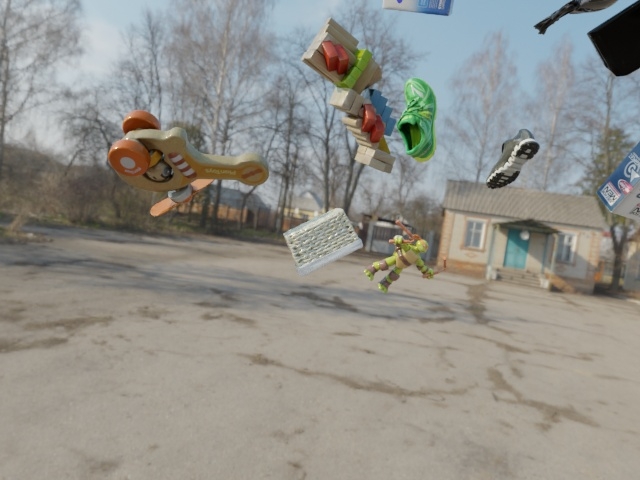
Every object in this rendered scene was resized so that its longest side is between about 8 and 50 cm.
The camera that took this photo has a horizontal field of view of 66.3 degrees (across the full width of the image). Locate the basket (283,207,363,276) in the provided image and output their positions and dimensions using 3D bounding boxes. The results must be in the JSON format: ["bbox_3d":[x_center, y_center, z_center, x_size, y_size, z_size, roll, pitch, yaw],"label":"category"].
[{"bbox_3d":[0.000,0.000,1.173,0.167,0.103,0.113,-27,9,-5],"label":"basket"}]

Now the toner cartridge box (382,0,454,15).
[{"bbox_3d":[0.251,-0.710,1.115,0.165,0.348,0.075,14,31,15],"label":"toner cartridge box"}]

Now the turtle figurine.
[{"bbox_3d":[0.240,0.051,1.483,0.269,0.217,0.087,40,22,-36],"label":"turtle figurine"}]

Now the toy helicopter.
[{"bbox_3d":[-0.297,-0.160,1.149,0.354,0.140,0.235,3,-42,-4],"label":"toy helicopter"}]

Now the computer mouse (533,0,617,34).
[{"bbox_3d":[0.738,-0.651,1.384,0.261,0.060,0.184,-30,6,-17],"label":"computer mouse"}]

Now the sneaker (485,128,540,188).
[{"bbox_3d":[0.604,-0.261,1.560,0.078,0.106,0.234,13,-36,-11],"label":"sneaker"}]

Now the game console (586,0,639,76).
[{"bbox_3d":[0.682,-0.574,1.105,0.213,0.362,0.044,-32,3,22],"label":"game console"}]

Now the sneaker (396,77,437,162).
[{"bbox_3d":[0.324,-0.414,1.646,0.123,0.296,0.109,4,-12,-44],"label":"sneaker"}]

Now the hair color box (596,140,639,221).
[{"bbox_3d":[0.923,-0.211,1.283,0.173,0.347,0.105,16,37,-13],"label":"hair color box"}]

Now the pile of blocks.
[{"bbox_3d":[0.102,-0.303,1.067,0.362,0.148,0.112,58,-6,-27],"label":"pile of blocks"}]
